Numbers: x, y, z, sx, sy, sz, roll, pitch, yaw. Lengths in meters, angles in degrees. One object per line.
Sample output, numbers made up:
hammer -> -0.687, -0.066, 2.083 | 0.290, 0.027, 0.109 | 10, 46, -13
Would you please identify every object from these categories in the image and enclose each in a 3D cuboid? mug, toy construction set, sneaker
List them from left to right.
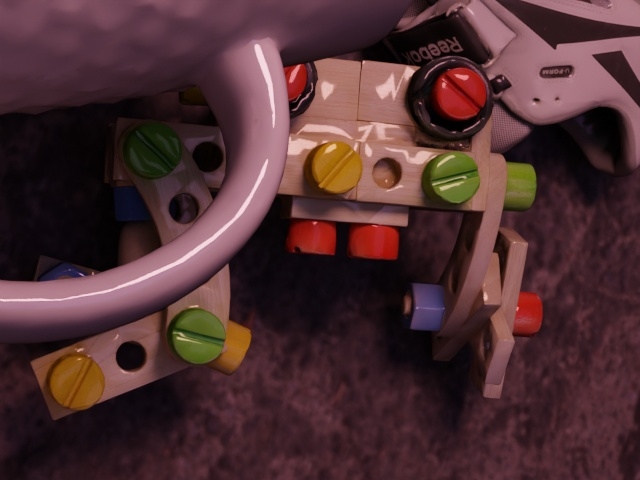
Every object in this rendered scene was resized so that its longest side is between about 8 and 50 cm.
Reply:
mug -> -0.140, -0.141, 0.694 | 0.328, 0.276, 0.374 | -14, 82, -21
toy construction set -> 0.000, 0.000, 0.941 | 0.328, 0.151, 0.215 | 5, 88, -27
sneaker -> 0.094, -0.133, 1.006 | 0.331, 0.122, 0.146 | 20, 79, -26
